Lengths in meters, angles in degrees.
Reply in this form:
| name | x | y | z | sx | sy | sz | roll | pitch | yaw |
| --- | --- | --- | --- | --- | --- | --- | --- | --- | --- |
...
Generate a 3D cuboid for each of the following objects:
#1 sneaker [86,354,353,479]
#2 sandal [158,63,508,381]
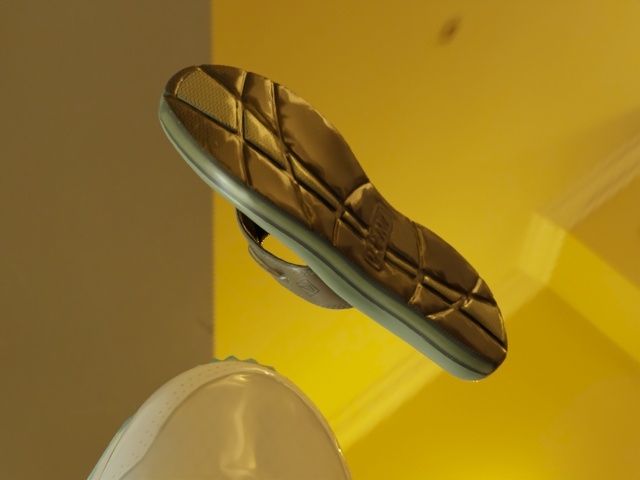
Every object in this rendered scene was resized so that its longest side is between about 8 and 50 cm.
| name | x | y | z | sx | sy | sz | roll | pitch | yaw |
| --- | --- | --- | --- | --- | --- | --- | --- | --- | --- |
| sneaker | -0.015 | 0.115 | 0.266 | 0.087 | 0.228 | 0.092 | 20 | -45 | -19 |
| sandal | 0.000 | 0.002 | 0.872 | 0.086 | 0.303 | 0.120 | -39 | 12 | 37 |
